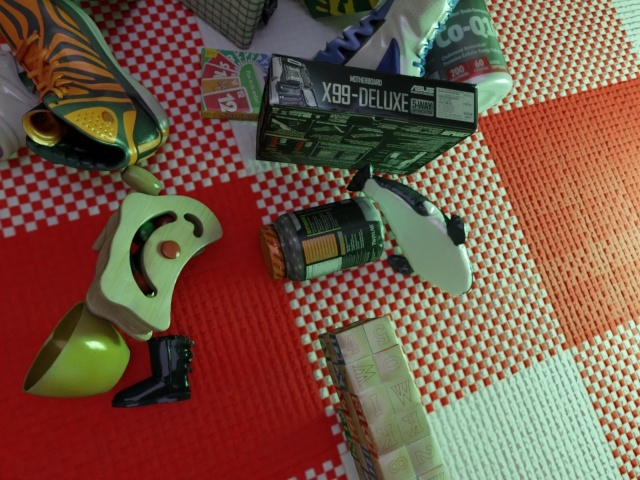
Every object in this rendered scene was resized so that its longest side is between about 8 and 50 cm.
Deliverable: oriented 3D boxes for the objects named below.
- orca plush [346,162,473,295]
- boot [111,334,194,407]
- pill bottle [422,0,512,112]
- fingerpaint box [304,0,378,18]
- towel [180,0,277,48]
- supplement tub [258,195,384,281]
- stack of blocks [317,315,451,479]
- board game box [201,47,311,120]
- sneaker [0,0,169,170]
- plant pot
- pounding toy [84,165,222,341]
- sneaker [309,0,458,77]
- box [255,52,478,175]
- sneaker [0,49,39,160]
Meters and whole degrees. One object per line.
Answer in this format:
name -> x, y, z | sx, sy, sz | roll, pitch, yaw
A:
orca plush -> 0.172, -0.026, 0.813 | 0.287, 0.102, 0.151 | 34, 118, 6
boot -> -0.253, 0.197, 0.670 | 0.121, 0.045, 0.099 | -1, 81, -21
pill bottle -> 0.247, -0.392, 0.847 | 0.161, 0.161, 0.283 | -13, 82, -15
fingerpaint box -> 0.052, -0.704, 0.767 | 0.371, 0.163, 0.445 | 46, 66, -47
towel -> -0.185, -0.510, 0.736 | 0.283, 0.235, 0.121 | 36, 67, -4
supplement tub -> 0.000, 0.000, 0.732 | 0.190, 0.117, 0.117 | -14, 82, -15
stack of blocks -> 0.090, 0.272, 0.668 | 0.087, 0.171, 0.297 | -17, 82, -16
board game box -> -0.088, -0.282, 0.815 | 0.259, 0.039, 0.124 | 0, 79, -16
sneaker -> -0.382, -0.234, 0.630 | 0.321, 0.124, 0.180 | 42, 36, -13
plant pot -> -0.334, 0.167, 0.624 | 0.095, 0.134, 0.134 | 38, 71, -30
pounding toy -> -0.260, 0.022, 0.681 | 0.154, 0.154, 0.270 | 22, 55, -33
sneaker -> 0.151, -0.328, 0.761 | 0.315, 0.127, 0.182 | -33, 100, 22
box -> 0.056, -0.185, 0.716 | 0.307, 0.242, 0.077 | 4, 82, -12
sneaker -> -0.550, -0.255, 0.678 | 0.305, 0.114, 0.152 | 41, 54, -2
